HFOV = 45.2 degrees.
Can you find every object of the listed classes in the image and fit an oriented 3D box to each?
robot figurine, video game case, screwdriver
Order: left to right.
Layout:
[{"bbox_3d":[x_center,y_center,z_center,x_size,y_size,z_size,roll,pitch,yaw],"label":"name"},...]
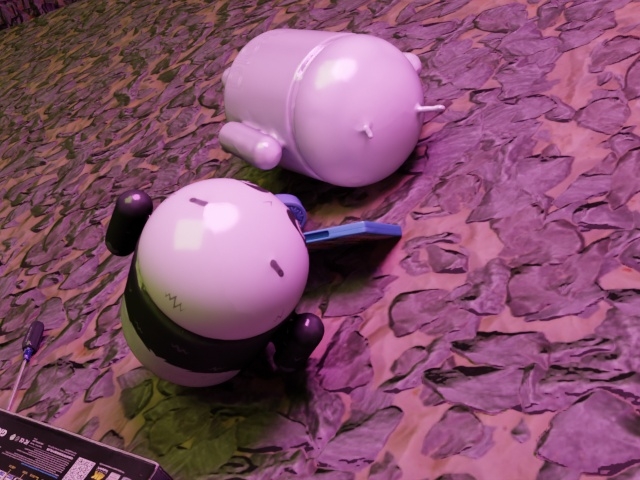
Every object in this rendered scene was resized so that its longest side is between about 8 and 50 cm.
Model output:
[{"bbox_3d":[-0.405,0.176,1.052,0.025,0.024,0.170,1,42,-7],"label":"screwdriver"},{"bbox_3d":[-0.115,0.050,0.807,0.209,0.278,0.173,1,63,-20],"label":"robot figurine"},{"bbox_3d":[0.000,0.000,0.921,0.166,0.015,0.119,-10,-6,25],"label":"video game case"},{"bbox_3d":[0.001,-0.187,1.066,0.300,0.200,0.353,-38,34,-24],"label":"robot figurine"}]

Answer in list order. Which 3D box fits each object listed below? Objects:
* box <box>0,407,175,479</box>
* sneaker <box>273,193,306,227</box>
[{"bbox_3d":[-0.316,0.310,0.759,0.322,0.079,0.257,3,47,38],"label":"box"},{"bbox_3d":[-0.131,-0.014,1.043,0.232,0.081,0.090,-25,41,8],"label":"sneaker"}]
